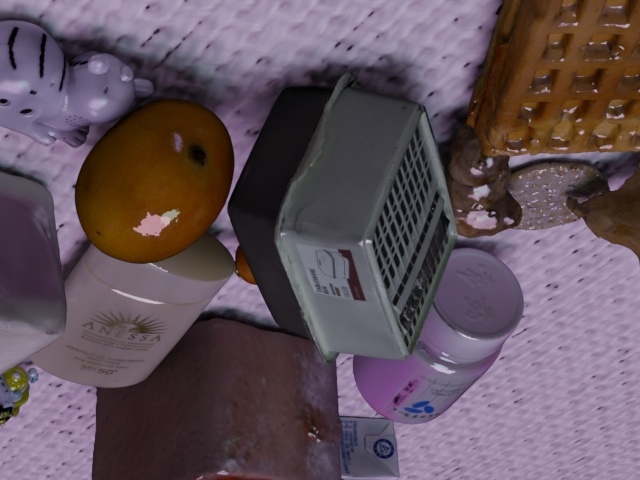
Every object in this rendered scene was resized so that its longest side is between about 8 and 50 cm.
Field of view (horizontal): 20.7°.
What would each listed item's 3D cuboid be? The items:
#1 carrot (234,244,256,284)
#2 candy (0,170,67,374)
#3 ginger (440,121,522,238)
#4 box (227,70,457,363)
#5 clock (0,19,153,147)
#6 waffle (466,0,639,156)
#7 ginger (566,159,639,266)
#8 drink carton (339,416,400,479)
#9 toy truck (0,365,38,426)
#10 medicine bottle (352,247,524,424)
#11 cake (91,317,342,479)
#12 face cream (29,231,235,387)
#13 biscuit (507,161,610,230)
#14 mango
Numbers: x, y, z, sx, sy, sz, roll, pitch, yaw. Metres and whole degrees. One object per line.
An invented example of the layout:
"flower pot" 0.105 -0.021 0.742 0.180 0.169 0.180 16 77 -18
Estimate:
"carrot" 0.000 0.000 2.039 0.225 0.067 0.067 -16 151 14
"candy" -0.431 0.074 1.946 0.145 0.208 0.358 17 144 -38
"ginger" 0.171 -0.068 1.920 0.104 0.080 0.204 12 157 12
"box" 0.028 -0.017 1.829 0.166 0.220 0.290 13 150 21
"clock" -0.256 -0.156 1.677 0.117 0.080 0.176 -25 147 34
"waffle" 0.277 -0.190 1.699 0.224 0.098 0.328 0 151 -7
"ginger" 0.410 -0.030 1.954 0.270 0.123 0.219 8 109 8
"drink carton" -0.048 0.330 2.614 0.315 0.107 0.130 5 152 -20
"toy truck" -0.419 0.201 2.343 0.077 0.076 0.111 -18 164 -32
"medicine bottle" 0.148 0.122 2.205 0.152 0.152 0.254 5 151 -20
"cake" -0.146 0.262 2.335 0.237 0.230 0.309 22 142 -39
"face cream" -0.230 0.075 2.117 0.173 0.081 0.348 13 148 -21
"biscuit" 0.262 -0.052 2.037 0.152 0.020 0.152 -5 151 -3
"mango" -0.167 -0.065 1.765 0.175 0.139 0.254 -39 -167 0
